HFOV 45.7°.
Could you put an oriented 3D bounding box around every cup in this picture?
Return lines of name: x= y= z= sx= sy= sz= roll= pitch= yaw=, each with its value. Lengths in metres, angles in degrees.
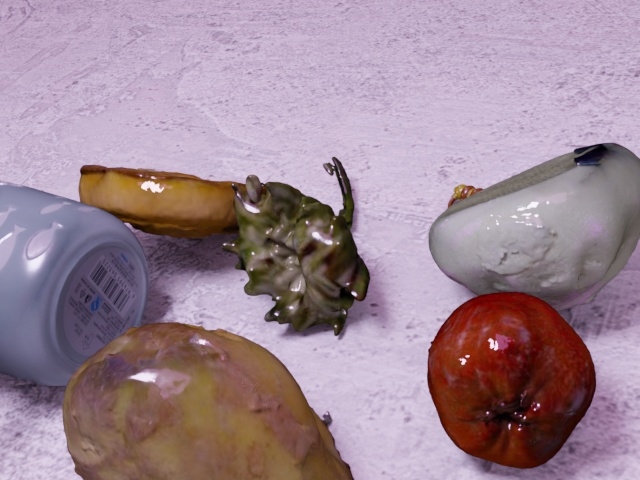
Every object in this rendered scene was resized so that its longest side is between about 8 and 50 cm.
cup: x=-0.425 y=0.081 z=1.012 sx=0.274 sy=0.260 sz=0.357 roll=11 pitch=33 yaw=24

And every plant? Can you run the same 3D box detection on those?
plant: x=0.026 y=-0.016 z=1.105 sx=0.180 sy=0.251 sz=0.333 roll=-32 pitch=-2 yaw=43

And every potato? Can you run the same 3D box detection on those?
potato: x=-0.125 y=0.200 z=0.813 sx=0.288 sy=0.237 sz=0.301 roll=-15 pitch=39 yaw=-3

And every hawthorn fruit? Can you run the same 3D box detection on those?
hawthorn fruit: x=0.203 y=0.143 z=0.850 sx=0.185 sy=0.185 sz=0.202 roll=-7 pitch=22 yaw=7

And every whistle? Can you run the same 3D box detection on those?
whistle: x=0.247 y=-0.054 z=1.189 sx=0.046 sy=0.057 sz=0.109 roll=15 pitch=4 yaw=-44

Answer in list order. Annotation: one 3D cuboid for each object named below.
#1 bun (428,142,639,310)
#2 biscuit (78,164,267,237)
bun: x=0.288 y=0.004 z=0.967 sx=0.293 sy=0.187 sz=0.293 roll=-24 pitch=0 yaw=0
biscuit: x=-0.226 y=-0.059 z=1.180 sx=0.296 sy=0.102 sz=0.296 roll=7 pitch=2 yaw=0
